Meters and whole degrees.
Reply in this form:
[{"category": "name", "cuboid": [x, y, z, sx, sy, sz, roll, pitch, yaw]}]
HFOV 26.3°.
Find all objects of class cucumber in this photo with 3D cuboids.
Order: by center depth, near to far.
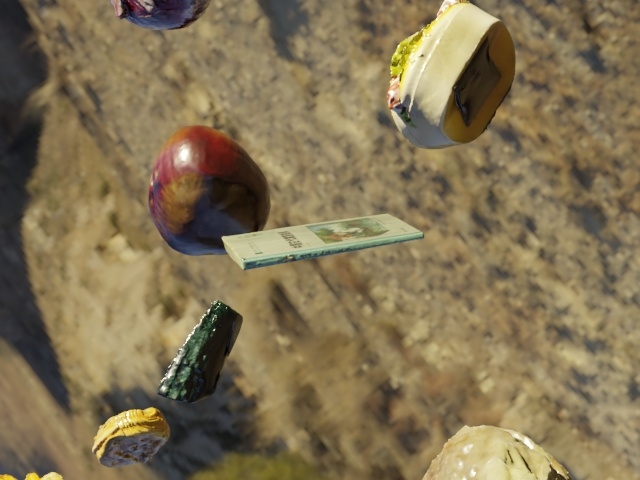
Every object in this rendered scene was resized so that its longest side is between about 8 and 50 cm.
[{"category": "cucumber", "cuboid": [-0.199, 0.203, 2.386, 0.085, 0.193, 0.115, 20, 168, 18]}]

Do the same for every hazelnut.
[{"category": "hazelnut", "cuboid": [-0.193, -0.094, 2.366, 0.229, 0.229, 0.229, 50, 169, 14]}]

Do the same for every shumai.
[{"category": "shumai", "cuboid": [0.214, 0.367, 1.803, 0.262, 0.267, 0.314, 58, -157, -60]}]

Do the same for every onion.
[{"category": "onion", "cuboid": [-0.197, -0.321, 1.764, 0.206, 0.151, 0.098, 18, 115, 62]}]

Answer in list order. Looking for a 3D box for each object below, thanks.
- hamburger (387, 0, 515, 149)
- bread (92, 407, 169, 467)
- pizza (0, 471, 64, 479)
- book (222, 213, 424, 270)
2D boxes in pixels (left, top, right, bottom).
[{"category": "hamburger", "cuboid": [0.179, -0.228, 1.883, 0.116, 0.210, 0.173, 16, 157, 39]}, {"category": "bread", "cuboid": [-0.233, 0.241, 1.668, 0.111, 0.083, 0.044, -49, 49, 48]}, {"category": "pizza", "cuboid": [-0.544, 0.421, 2.182, 0.226, 0.335, 0.086, 28, -131, -39]}, {"category": "book", "cuboid": [0.000, 0.000, 2.130, 0.215, 0.282, 0.025, -146, 49, -75]}]
